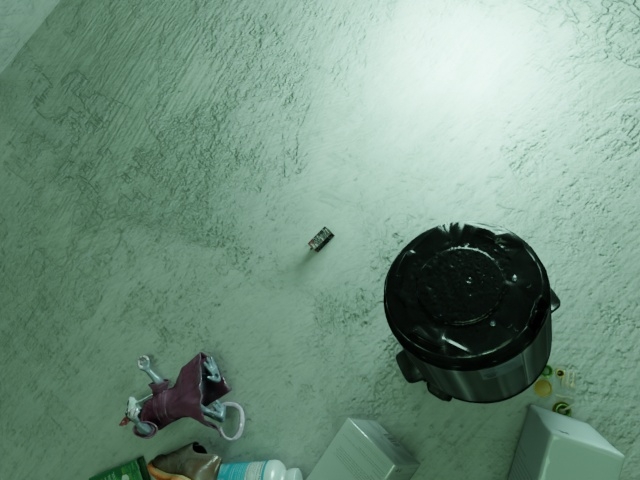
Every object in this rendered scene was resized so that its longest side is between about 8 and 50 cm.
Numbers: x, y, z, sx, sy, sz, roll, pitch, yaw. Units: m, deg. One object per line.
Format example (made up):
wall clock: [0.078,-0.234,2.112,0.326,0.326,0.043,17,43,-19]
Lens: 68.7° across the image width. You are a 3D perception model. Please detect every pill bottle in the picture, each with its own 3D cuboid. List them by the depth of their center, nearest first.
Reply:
pill bottle: [-0.187,0.707,1.330,0.263,0.146,0.146,-9,81,10]

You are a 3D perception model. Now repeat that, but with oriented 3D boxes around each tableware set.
tableware set: [0.630,0.418,1.262,0.103,0.024,0.154,10,86,13]

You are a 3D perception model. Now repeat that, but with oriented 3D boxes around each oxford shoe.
oxford shoe: [-0.383,0.650,1.338,0.130,0.363,0.133,49,54,-19]

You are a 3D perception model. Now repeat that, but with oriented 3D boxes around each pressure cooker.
pressure cooker: [0.369,0.202,1.157,0.369,0.420,0.376,8,62,32]

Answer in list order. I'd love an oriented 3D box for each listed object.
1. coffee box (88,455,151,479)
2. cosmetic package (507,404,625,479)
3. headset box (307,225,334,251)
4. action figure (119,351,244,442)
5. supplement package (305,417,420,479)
coffee box: [-0.627,0.764,1.467,0.184,0.040,0.113,-26,78,7]
cosmetic package: [0.548,0.668,1.133,0.161,0.230,0.454,16,91,12]
headset box: [0.000,0.000,1.422,0.083,0.062,0.032,-44,76,4]
action figure: [-0.443,0.493,1.425,0.370,0.248,0.276,-27,120,19]
supplement package: [0.090,0.650,1.241,0.177,0.175,0.293,35,91,39]
